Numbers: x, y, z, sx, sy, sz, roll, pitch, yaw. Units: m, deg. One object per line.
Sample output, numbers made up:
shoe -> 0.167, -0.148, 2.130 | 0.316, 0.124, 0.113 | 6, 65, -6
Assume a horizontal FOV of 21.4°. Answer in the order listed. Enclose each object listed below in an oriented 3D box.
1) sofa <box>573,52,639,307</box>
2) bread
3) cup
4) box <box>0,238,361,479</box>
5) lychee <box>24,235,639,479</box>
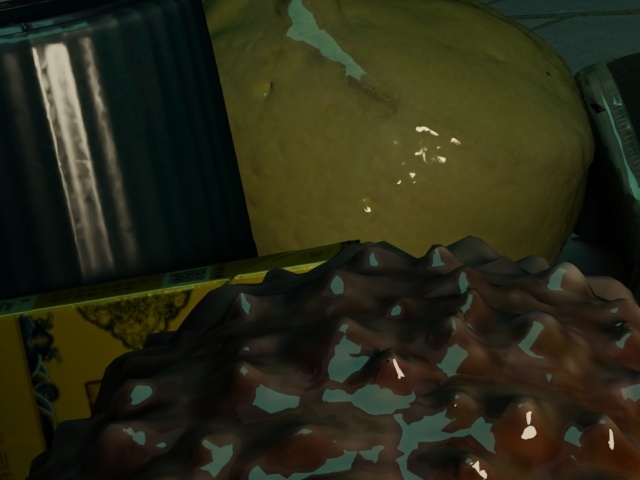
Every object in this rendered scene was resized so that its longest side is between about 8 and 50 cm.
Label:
sofa -> 0.296, -0.025, 1.255 | 0.210, 0.176, 0.225 | -11, 43, -3
bread -> 0.030, -0.064, 1.203 | 0.320, 0.237, 0.320 | 17, 34, -12
cup -> -0.150, -0.004, 1.045 | 0.242, 0.292, 0.308 | -6, 16, 17
box -> -0.102, 0.097, 0.895 | 0.278, 0.153, 0.041 | -9, 14, 3
lychee -> 0.037, 0.139, 0.391 | 0.300, 0.300, 0.300 | -9, 14, 2
